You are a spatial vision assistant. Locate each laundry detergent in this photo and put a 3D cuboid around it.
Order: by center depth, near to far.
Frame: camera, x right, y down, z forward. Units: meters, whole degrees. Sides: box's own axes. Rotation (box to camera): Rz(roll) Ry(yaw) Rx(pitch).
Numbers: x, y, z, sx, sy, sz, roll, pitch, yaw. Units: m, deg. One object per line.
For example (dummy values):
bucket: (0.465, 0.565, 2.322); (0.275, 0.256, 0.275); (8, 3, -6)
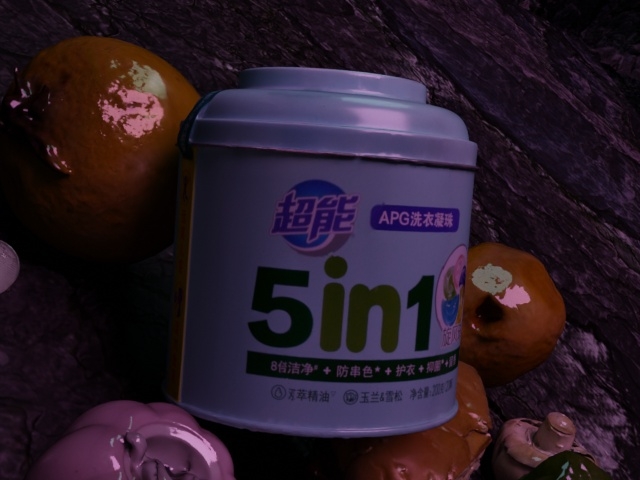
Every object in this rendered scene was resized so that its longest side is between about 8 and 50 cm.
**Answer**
laundry detergent: (0.000, 0.000, 0.861); (0.287, 0.305, 0.287); (4, 4, 0)

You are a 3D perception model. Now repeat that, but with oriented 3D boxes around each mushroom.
mushroom: (0.298, 0.287, 1.189); (0.154, 0.122, 0.154); (17, 16, -5)

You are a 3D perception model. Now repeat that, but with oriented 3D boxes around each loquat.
loquat: (-0.231, -0.097, 0.952); (0.244, 0.244, 0.244); (29, 34, -22)
loquat: (0.213, 0.105, 1.218); (0.238, 0.238, 0.193); (-26, 89, -57)

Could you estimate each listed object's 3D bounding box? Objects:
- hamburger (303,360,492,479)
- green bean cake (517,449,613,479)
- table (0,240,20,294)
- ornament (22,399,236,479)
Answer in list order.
hamburger: (0.090, 0.232, 0.997); (0.245, 0.155, 0.282); (16, 30, -22)
green bean cake: (0.284, 0.381, 1.013); (0.222, 0.125, 0.248); (42, 51, -1)
table: (-0.369, 0.004, 0.750); (0.198, 0.166, 0.166); (50, 31, -3)
ornament: (-0.148, 0.213, 0.730); (0.177, 0.177, 0.177); (29, 34, -22)
